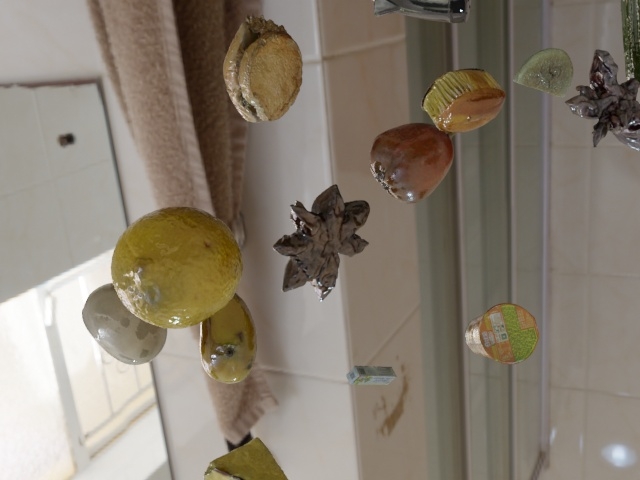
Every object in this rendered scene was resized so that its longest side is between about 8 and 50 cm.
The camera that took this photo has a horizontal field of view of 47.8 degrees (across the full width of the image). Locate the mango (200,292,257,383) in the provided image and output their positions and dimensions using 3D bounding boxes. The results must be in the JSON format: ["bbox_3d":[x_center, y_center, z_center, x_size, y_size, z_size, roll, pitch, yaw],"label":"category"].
[{"bbox_3d":[-0.219,0.214,1.691,0.130,0.167,0.261,1,-134,-15],"label":"mango"}]

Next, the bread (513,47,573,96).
[{"bbox_3d":[0.584,-0.429,1.828,0.193,0.112,0.036,6,-149,-35],"label":"bread"}]

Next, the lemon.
[{"bbox_3d":[-0.270,0.049,1.339,0.229,0.228,0.254,6,-169,32],"label":"lemon"}]

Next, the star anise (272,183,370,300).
[{"bbox_3d":[0.010,0.012,1.832,0.315,0.315,0.108,-17,-157,-33],"label":"star anise"}]

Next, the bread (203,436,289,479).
[{"bbox_3d":[-0.173,0.684,1.836,0.198,0.263,0.236,-23,-135,-35],"label":"bread"}]

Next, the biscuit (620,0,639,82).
[{"bbox_3d":[0.689,-0.482,1.542,0.038,0.322,0.099,-34,-147,-30],"label":"biscuit"}]

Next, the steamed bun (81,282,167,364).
[{"bbox_3d":[-0.479,0.196,1.829,0.145,0.232,0.232,-44,-162,6],"label":"steamed bun"}]

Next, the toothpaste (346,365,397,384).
[{"bbox_3d":[0.142,0.376,2.016,0.164,0.046,0.034,12,-140,-44],"label":"toothpaste"}]

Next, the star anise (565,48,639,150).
[{"bbox_3d":[0.631,-0.274,1.520,0.283,0.212,0.129,11,143,-35],"label":"star anise"}]

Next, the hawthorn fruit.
[{"bbox_3d":[0.247,-0.215,1.824,0.251,0.199,0.199,-35,-155,-9],"label":"hawthorn fruit"}]

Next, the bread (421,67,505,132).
[{"bbox_3d":[0.332,-0.316,1.657,0.191,0.132,0.114,-9,-125,-29],"label":"bread"}]

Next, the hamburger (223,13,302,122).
[{"bbox_3d":[-0.157,-0.451,1.916,0.146,0.285,0.243,12,-155,28],"label":"hamburger"}]

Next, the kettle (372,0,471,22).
[{"bbox_3d":[0.227,-0.652,1.734,0.271,0.250,0.207,5,-157,14],"label":"kettle"}]

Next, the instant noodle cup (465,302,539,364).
[{"bbox_3d":[0.483,0.258,1.985,0.169,0.168,0.185,-8,172,-9],"label":"instant noodle cup"}]
